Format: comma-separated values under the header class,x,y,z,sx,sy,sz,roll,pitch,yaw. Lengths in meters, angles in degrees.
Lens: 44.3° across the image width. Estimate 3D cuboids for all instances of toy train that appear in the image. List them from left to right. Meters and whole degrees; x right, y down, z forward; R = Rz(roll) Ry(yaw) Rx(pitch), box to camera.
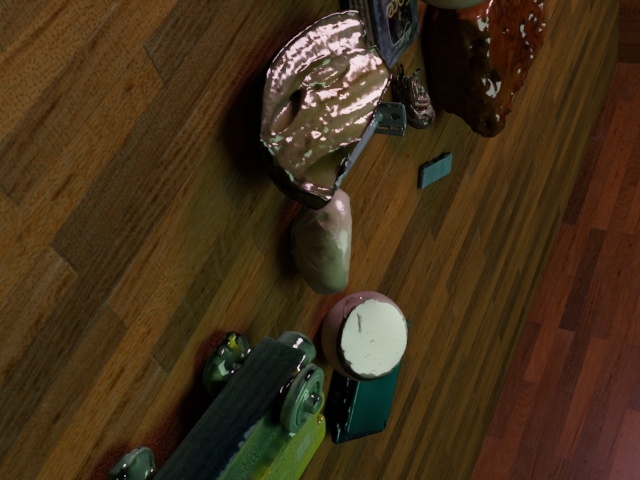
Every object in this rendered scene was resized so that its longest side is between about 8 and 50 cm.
class,x,y,z,sx,sy,sz,roll,pitch,yaw
toy train,-0.134,0.333,1.128,0.442,0.179,0.272,-50,150,-42

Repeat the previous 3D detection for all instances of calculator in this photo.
class,x,y,z,sx,sy,sz,roll,pitch,yaw
calculator,0.104,0.284,1.671,0.248,0.058,0.274,14,88,-64
calculator,0.270,-0.166,1.842,0.172,0.018,0.057,-32,127,-54

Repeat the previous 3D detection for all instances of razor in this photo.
class,x,y,z,sx,sy,sz,roll,pitch,yaw
razor,0.058,-0.156,1.324,0.232,0.106,0.068,-58,146,-43

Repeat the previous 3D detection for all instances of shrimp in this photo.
class,x,y,z,sx,sy,sz,roll,pitch,yaw
shrimp,0.188,-0.291,1.582,0.073,0.075,0.190,-39,133,-3

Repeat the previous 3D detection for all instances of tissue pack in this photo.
class,x,y,z,sx,sy,sz,roll,pitch,yaw
tissue pack,0.103,-0.426,1.354,0.173,0.073,0.235,-52,143,-39

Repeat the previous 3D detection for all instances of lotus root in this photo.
class,x,y,z,sx,sy,sz,roll,pitch,yaw
lotus root,-0.012,-0.193,1.185,0.210,0.142,0.314,49,54,-12

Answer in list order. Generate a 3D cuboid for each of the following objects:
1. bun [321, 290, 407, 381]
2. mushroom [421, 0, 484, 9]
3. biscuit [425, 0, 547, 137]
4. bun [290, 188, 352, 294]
class,x,y,z,sx,sy,sz,roll,pitch,yaw
bun,0.076,0.181,1.505,0.173,0.120,0.172,-3,96,-27
mushroom,0.236,-0.556,1.411,0.234,0.254,0.260,25,32,-27
biscuit,0.376,-0.481,1.750,0.395,0.166,0.342,-59,149,-29
bun,0.000,0.000,1.305,0.183,0.102,0.183,2,90,-88
